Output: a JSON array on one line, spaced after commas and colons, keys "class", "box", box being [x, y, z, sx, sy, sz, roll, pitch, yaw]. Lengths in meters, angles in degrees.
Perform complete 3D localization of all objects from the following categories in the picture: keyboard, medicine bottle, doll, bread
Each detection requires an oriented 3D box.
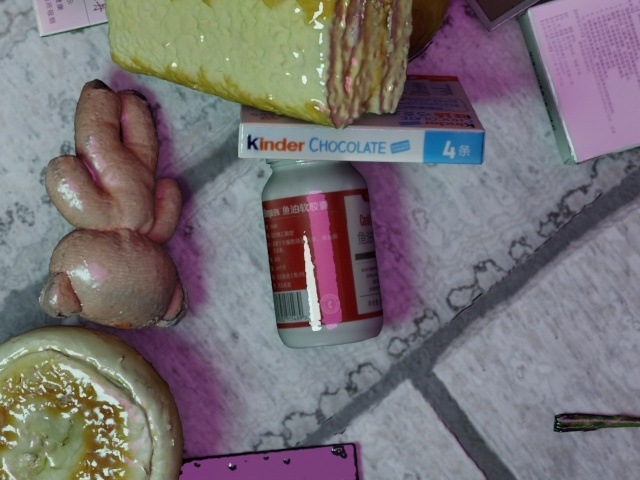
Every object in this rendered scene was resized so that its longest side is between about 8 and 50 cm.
[{"class": "keyboard", "box": [-0.105, 0.313, 1.976, 0.310, 0.018, 0.100, -6, 89, -3]}, {"class": "medicine bottle", "box": [0.000, 0.000, 1.926, 0.131, 0.131, 0.250, -6, 90, -3]}, {"class": "doll", "box": [-0.261, -0.034, 1.924, 0.201, 0.156, 0.303, 13, 64, -40]}, {"class": "bread", "box": [-0.080, -0.276, 1.790, 0.375, 0.165, 0.236, 17, 117, 39]}, {"class": "bread", "box": [-0.301, 0.244, 1.886, 0.306, 0.159, 0.305, 1, 98, 7]}]

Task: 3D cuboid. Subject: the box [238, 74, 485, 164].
[{"class": "box", "box": [0.041, -0.146, 1.865, 0.273, 0.265, 0.048, 2, 108, -2]}]

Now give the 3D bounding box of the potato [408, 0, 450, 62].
[{"class": "potato", "box": [0.031, -0.419, 1.840, 0.290, 0.296, 0.397, 8, 83, 1]}]

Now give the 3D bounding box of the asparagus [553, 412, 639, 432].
[{"class": "asparagus", "box": [0.406, 0.226, 2.000, 0.233, 0.023, 0.022, -1, 134, -2]}]

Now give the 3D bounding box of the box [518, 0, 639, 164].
[{"class": "box", "box": [0.413, -0.228, 1.950, 0.300, 0.106, 0.200, -17, 91, 1]}]

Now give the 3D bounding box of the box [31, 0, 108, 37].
[{"class": "box", "box": [-0.260, -0.323, 1.965, 0.198, 0.029, 0.109, -13, 91, -2]}]

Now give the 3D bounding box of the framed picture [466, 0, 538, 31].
[{"class": "framed picture", "box": [0.215, -0.366, 1.982, 0.142, 0.011, 0.183, -34, 81, -2]}]
